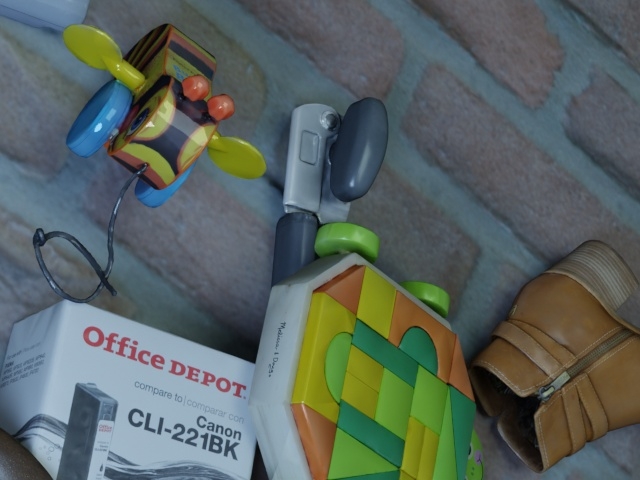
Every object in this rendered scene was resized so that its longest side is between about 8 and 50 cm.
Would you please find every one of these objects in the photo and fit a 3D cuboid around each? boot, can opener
[{"bbox_3d":[0.284,0.158,1.875,0.220,0.109,0.283,-42,99,-37],"label":"boot"},{"bbox_3d":[0.000,0.000,1.746,0.074,0.093,0.280,17,72,-31],"label":"can opener"}]

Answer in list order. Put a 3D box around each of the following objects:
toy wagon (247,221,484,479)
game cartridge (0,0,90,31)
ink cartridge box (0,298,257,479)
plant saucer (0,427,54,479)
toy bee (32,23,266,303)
[{"bbox_3d":[0.062,0.155,1.682,0.344,0.068,0.267,37,56,-44],"label":"toy wagon"},{"bbox_3d":[-0.278,-0.344,1.675,0.198,0.062,0.297,19,66,-34],"label":"game cartridge"},{"bbox_3d":[-0.169,0.207,1.546,0.197,0.114,0.273,22,64,-27],"label":"ink cartridge box"},{"bbox_3d":[-0.322,0.257,1.383,0.310,0.050,0.310,2,73,-7],"label":"plant saucer"},{"bbox_3d":[-0.120,-0.092,1.584,0.195,0.162,0.298,23,41,-37],"label":"toy bee"}]
